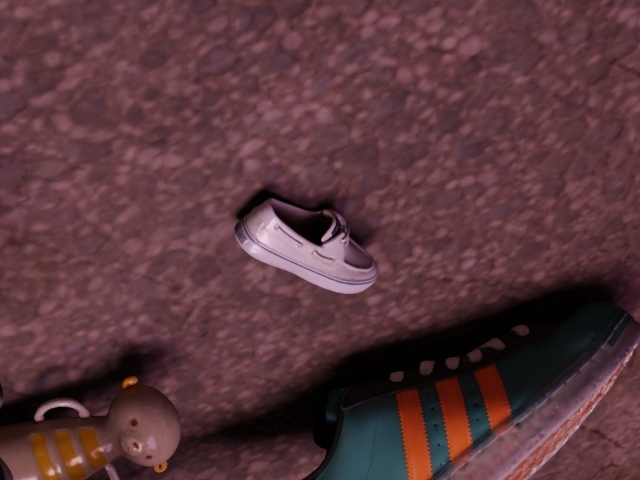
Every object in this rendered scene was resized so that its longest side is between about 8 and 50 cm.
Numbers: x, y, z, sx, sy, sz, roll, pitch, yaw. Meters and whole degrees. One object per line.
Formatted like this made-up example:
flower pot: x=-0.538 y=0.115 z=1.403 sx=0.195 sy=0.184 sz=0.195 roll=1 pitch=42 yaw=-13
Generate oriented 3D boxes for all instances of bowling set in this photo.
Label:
bowling set: x=-0.115 y=0.247 z=1.004 sx=0.154 sy=0.200 sz=0.287 roll=-18 pitch=118 yaw=5

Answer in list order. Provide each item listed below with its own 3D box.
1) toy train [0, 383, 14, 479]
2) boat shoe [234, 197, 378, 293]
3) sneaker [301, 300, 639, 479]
toy train: x=-0.280 y=0.072 z=0.776 sx=0.334 sy=0.190 sz=0.142 roll=18 pitch=127 yaw=-43
boat shoe: x=0.000 y=0.000 z=0.986 sx=0.100 sy=0.035 sz=0.035 roll=22 pitch=126 yaw=-38
sneaker: x=0.069 y=0.115 z=1.117 sx=0.302 sy=0.121 sz=0.108 roll=-37 pitch=162 yaw=-20
